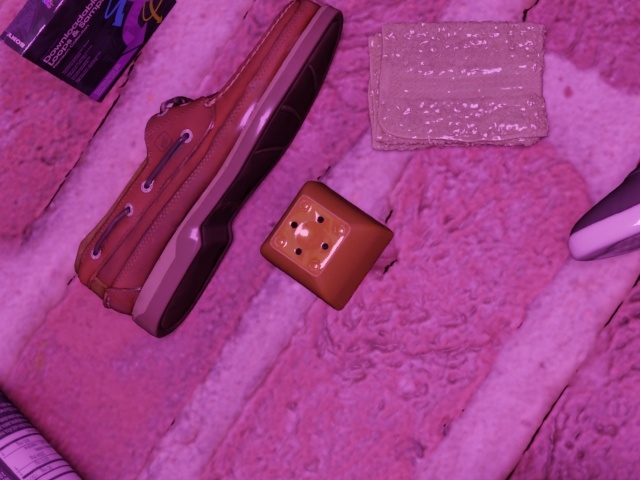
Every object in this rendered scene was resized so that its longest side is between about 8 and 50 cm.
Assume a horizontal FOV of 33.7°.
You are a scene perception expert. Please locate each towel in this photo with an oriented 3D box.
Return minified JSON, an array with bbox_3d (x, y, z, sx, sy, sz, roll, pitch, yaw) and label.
[{"bbox_3d":[0.111,-0.128,0.867,0.148,0.027,0.110,-1,83,12],"label":"towel"}]

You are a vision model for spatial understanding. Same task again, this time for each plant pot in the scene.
[{"bbox_3d":[0.000,0.000,0.846,0.081,0.083,0.081,35,91,12],"label":"plant pot"}]

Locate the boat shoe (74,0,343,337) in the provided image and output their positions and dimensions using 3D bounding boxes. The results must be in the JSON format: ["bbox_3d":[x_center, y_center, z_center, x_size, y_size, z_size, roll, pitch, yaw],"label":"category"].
[{"bbox_3d":[-0.097,-0.075,0.858,0.104,0.111,0.307,32,91,11],"label":"boat shoe"}]

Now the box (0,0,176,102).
[{"bbox_3d":[-0.183,-0.181,0.860,0.029,0.162,0.116,38,92,12],"label":"box"}]

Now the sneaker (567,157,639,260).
[{"bbox_3d":[0.289,-0.104,0.796,0.296,0.104,0.146,-31,78,0],"label":"sneaker"}]

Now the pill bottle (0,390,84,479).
[{"bbox_3d":[-0.262,0.216,0.850,0.246,0.130,0.130,44,93,12],"label":"pill bottle"}]
